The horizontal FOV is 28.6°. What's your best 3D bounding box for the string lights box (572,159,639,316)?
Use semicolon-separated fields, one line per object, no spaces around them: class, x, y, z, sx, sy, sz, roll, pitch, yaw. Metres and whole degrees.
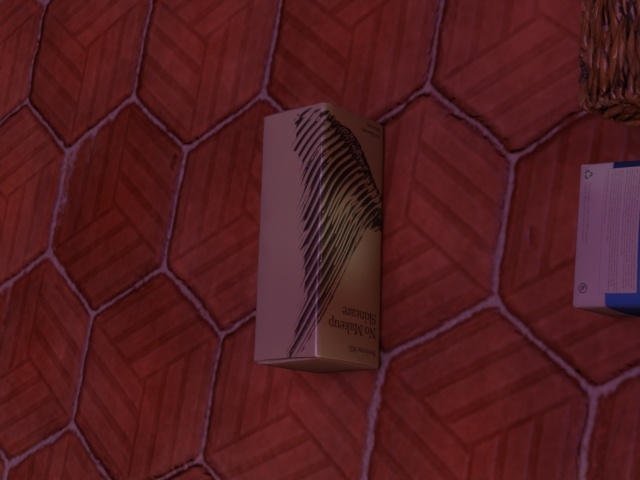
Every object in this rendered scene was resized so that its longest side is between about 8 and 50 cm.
string lights box;0.347;-0.003;1.058;0.260;0.077;0.133;-2;78;41

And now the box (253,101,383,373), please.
box;0.000;0.000;1.345;0.094;0.113;0.275;-9;75;39

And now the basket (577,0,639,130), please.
basket;0.368;-0.230;1.088;0.213;0.223;0.299;168;112;-74
